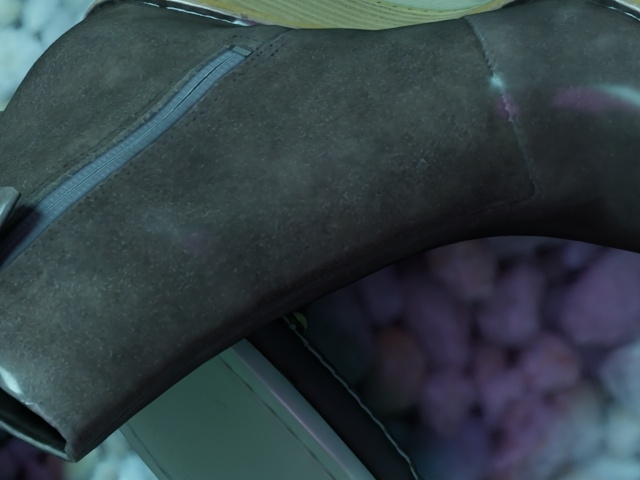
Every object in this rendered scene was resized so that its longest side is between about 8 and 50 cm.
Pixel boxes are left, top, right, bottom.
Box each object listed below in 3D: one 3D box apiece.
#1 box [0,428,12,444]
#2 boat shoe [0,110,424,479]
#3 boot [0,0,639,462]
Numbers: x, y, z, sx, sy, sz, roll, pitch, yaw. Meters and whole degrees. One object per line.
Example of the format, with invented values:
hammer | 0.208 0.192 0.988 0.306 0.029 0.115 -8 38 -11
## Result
box | -0.273 0.090 0.632 0.242 0.307 0.076 -36 72 21
boat shoe | -0.047 0.026 0.651 0.228 0.069 0.081 37 134 19
boot | 0.000 0.000 0.561 0.248 0.207 0.090 22 141 33
